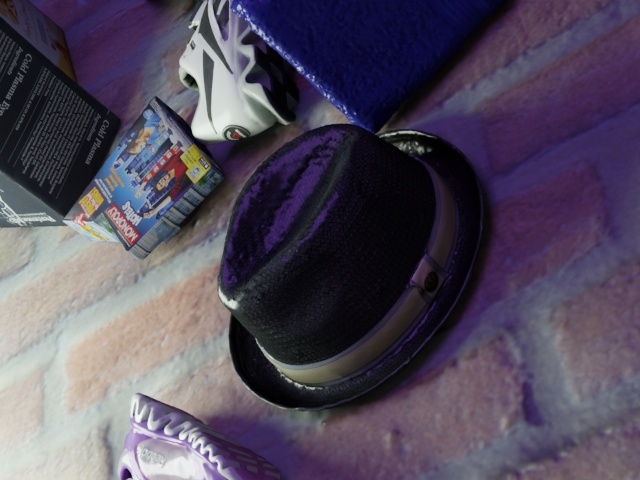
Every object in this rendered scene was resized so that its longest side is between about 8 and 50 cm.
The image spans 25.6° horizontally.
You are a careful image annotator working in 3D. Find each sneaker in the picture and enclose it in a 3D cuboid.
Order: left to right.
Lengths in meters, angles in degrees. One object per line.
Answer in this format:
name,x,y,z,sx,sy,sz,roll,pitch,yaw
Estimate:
sneaker,-0.132,0.238,1.422,0.236,0.095,0.104,19,80,52
sneaker,-0.117,-0.259,1.757,0.146,0.122,0.330,-22,47,25

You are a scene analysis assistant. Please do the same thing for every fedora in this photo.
fedora,0.000,0.000,1.435,0.334,0.152,0.334,-23,47,27

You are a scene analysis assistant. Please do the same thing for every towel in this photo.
towel,0.079,-0.297,1.563,0.308,0.228,0.076,-47,10,2

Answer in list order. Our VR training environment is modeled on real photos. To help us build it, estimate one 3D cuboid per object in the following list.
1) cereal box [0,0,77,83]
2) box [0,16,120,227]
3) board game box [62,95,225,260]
cereal box,-0.453,-0.317,2.001,0.047,0.240,0.173,-37,43,13
box,-0.508,-0.166,1.881,0.343,0.312,0.179,-1,60,41
board game box,-0.220,-0.055,1.738,0.194,0.060,0.194,-46,41,5
